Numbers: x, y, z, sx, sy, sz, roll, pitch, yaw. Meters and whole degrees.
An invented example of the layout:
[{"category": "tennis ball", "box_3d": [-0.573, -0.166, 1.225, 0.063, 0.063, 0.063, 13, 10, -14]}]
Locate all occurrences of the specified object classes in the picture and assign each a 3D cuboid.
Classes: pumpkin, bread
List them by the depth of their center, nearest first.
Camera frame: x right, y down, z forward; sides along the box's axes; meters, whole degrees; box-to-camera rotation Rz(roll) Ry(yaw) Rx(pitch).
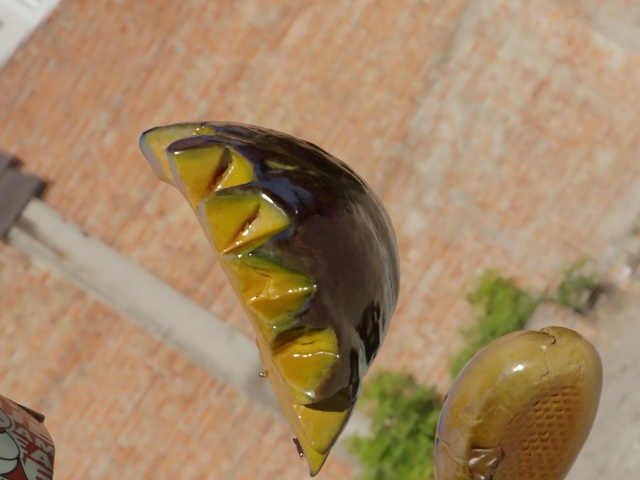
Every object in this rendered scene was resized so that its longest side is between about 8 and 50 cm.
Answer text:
[{"category": "pumpkin", "box_3d": [0.000, 0.000, 1.041, 0.149, 0.254, 0.130, -22, -16, -20]}, {"category": "bread", "box_3d": [0.135, 0.131, 1.162, 0.114, 0.077, 0.189, -8, -46, -28]}]

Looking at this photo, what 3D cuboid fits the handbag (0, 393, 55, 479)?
[{"category": "handbag", "box_3d": [-0.303, 0.195, 1.282, 0.151, 0.171, 0.298, -56, 14, 20]}]
